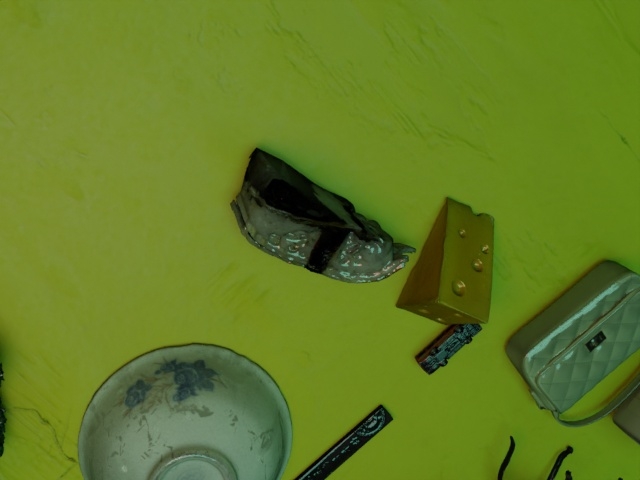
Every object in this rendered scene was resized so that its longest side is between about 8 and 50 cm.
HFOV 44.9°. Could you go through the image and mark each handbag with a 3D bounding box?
[{"bbox_3d":[0.439,0.177,1.225,0.256,0.079,0.219,-41,111,1],"label":"handbag"}]

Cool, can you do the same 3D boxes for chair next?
[{"bbox_3d":[0.358,0.434,1.219,0.149,0.174,0.213,12,97,-33],"label":"chair"}]

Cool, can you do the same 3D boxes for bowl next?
[{"bbox_3d":[-0.184,0.313,1.084,0.314,0.146,0.313,-2,102,-11],"label":"bowl"}]

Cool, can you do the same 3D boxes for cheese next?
[{"bbox_3d":[0.199,0.030,1.144,0.093,0.126,0.171,20,77,-17],"label":"cheese"}]

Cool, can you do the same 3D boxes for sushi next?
[{"bbox_3d":[0.003,-0.005,1.077,0.273,0.134,0.109,27,110,-31],"label":"sushi"}]

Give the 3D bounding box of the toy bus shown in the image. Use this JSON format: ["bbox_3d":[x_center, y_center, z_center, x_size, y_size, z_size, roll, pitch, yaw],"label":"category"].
[{"bbox_3d":[0.194,0.157,1.182,0.110,0.043,0.031,-42,104,1],"label":"toy bus"}]

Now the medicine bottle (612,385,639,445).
[{"bbox_3d":[0.625,0.212,1.216,0.124,0.179,0.324,38,92,-17],"label":"medicine bottle"}]

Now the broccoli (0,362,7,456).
[{"bbox_3d":[-0.505,0.247,0.936,0.298,0.297,0.297,-26,130,-35],"label":"broccoli"}]

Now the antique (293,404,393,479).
[{"bbox_3d":[0.031,0.328,1.200,0.192,0.015,0.031,-41,107,-1],"label":"antique"}]
